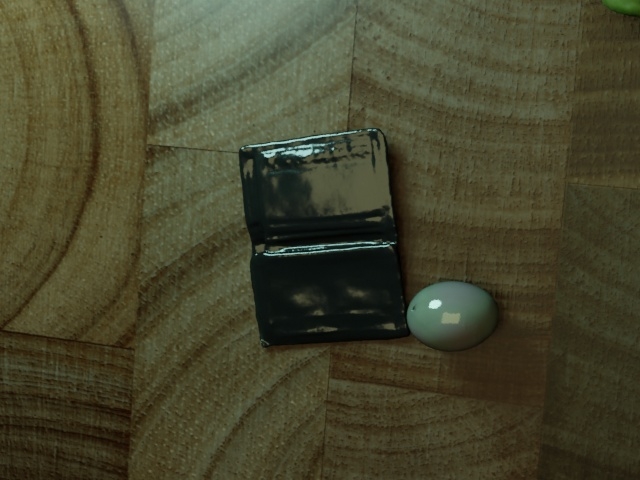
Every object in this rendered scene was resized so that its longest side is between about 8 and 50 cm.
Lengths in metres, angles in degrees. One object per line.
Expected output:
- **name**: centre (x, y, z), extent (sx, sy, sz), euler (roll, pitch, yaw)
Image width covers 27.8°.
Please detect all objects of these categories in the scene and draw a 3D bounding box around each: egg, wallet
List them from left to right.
- **wallet**: centre (0.000, 0.000, 1.966), extent (0.247, 0.041, 0.323), euler (-5, 97, 19)
- **egg**: centre (0.193, 0.111, 1.881), extent (0.135, 0.103, 0.103), euler (-3, 94, 17)

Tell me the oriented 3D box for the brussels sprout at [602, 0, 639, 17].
- **brussels sprout**: centre (0.441, -0.429, 1.664), extent (0.328, 0.328, 0.247), euler (31, 130, 13)
